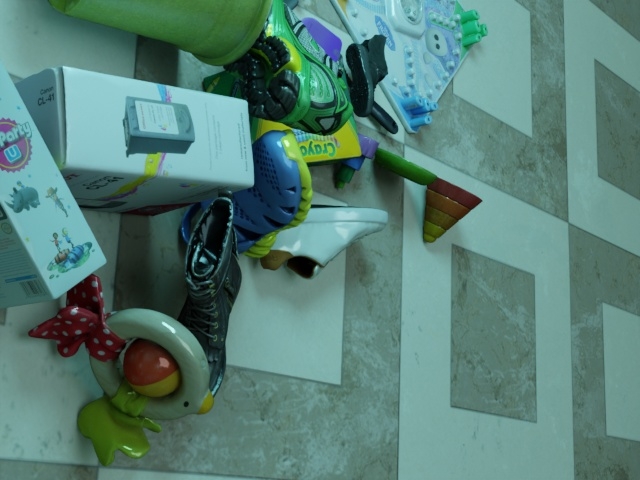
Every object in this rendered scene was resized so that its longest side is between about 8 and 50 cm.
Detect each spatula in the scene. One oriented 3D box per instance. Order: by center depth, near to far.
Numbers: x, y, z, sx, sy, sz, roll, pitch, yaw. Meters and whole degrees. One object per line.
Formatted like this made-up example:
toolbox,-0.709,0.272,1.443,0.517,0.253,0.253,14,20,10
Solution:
spatula,0.057,-0.298,1.916,0.296,0.030,0.084,45,48,-33

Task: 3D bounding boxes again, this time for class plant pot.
plant pot,-0.240,-0.393,1.443,0.254,0.276,0.275,-1,82,-38

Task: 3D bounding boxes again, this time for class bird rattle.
bird rattle,-0.243,0.154,1.351,0.143,0.207,0.253,-48,128,-64

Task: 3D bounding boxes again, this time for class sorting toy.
sorting toy,0.154,-0.089,1.956,0.366,0.127,0.126,23,95,-42

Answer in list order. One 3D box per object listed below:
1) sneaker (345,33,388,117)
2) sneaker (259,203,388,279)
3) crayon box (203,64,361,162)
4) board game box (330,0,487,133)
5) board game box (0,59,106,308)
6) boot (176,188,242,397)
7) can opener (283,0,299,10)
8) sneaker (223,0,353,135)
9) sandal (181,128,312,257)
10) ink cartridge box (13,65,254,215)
sneaker,0.093,-0.302,1.895,0.089,0.051,0.170,6,71,-46
sneaker,0.000,0.000,1.745,0.290,0.106,0.123,-5,96,-43
crayon box,-0.058,-0.202,1.722,0.278,0.081,0.165,-13,91,-50
board game box,0.183,-0.479,2.089,0.390,0.050,0.390,56,46,-24
board game box,-0.406,-0.072,1.179,0.097,0.224,0.303,-43,115,-44
boot,-0.163,0.084,1.393,0.229,0.091,0.262,99,2,-69
can opener,-0.083,-0.403,1.762,0.093,0.074,0.280,30,51,-1
sneaker,-0.049,-0.252,1.526,0.146,0.134,0.343,26,27,-29
sandal,-0.110,-0.052,1.494,0.138,0.317,0.126,-9,66,-26
ink cartridge box,-0.271,-0.119,1.346,0.306,0.226,0.131,1,80,-48
